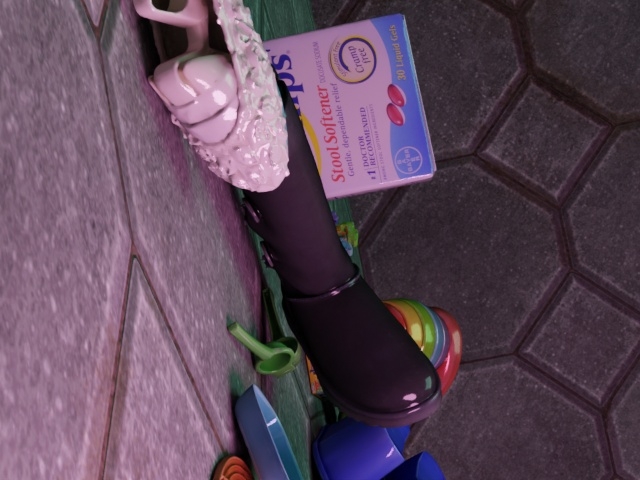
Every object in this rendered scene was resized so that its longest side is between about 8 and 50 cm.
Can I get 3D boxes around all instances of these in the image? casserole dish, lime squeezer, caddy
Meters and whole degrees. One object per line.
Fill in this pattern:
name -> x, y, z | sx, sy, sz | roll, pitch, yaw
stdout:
casserole dish -> -0.055, 0.254, 1.295 | 0.188, 0.037, 0.114 | 65, 1, 41
lime squeezer -> -0.065, 0.135, 1.515 | 0.310, 0.059, 0.109 | -43, 122, -82
caddy -> 0.092, 0.413, 1.907 | 0.241, 0.179, 0.341 | 55, 7, 2

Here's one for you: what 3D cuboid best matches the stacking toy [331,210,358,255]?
stacking toy -> 0.026, -0.010, 2.285 | 0.167, 0.052, 0.221 | 87, -17, -44

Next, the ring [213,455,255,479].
ring -> -0.061, 0.396, 1.188 | 0.336, 0.032, 0.336 | -11, 90, -83

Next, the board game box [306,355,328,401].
board game box -> 0.004, 0.204, 2.047 | 0.141, 0.048, 0.170 | 61, 19, -74

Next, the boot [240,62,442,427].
boot -> -0.001, -0.001, 1.497 | 0.367, 0.146, 0.445 | 39, -29, 49

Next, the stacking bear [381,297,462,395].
stacking bear -> 0.126, 0.183, 2.057 | 0.175, 0.164, 0.289 | 40, 15, 36

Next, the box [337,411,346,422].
box -> 0.060, 0.332, 2.155 | 0.178, 0.042, 0.109 | -65, 172, -80

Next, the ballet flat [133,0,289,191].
ballet flat -> -0.151, -0.236, 1.230 | 0.147, 0.147, 0.408 | -73, 148, -77

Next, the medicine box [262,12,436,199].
medicine box -> 0.018, -0.199, 1.783 | 0.149, 0.289, 0.263 | -12, 90, -86
